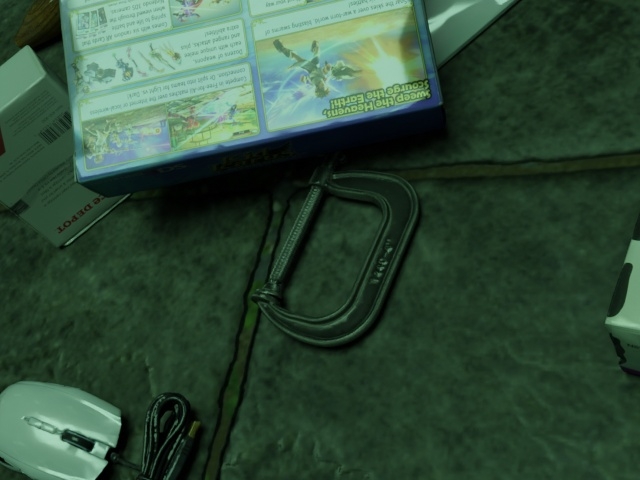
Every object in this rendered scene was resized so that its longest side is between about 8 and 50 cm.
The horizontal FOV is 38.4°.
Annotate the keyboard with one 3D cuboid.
[{"bbox_3d":[0.129,-0.210,0.712,0.256,0.014,0.072,-41,81,-1],"label":"keyboard"}]

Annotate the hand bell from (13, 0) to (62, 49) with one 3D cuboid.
[{"bbox_3d":[-0.218,-0.274,0.907,0.242,0.126,0.126,-38,49,15],"label":"hand bell"}]

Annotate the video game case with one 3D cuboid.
[{"bbox_3d":[-0.060,-0.177,0.690,0.270,0.061,0.244,-11,77,9],"label":"video game case"}]

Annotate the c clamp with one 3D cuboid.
[{"bbox_3d":[0.000,0.000,0.657,0.137,0.022,0.160,7,62,25],"label":"c clamp"}]

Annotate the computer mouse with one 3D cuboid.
[{"bbox_3d":[-0.177,0.140,0.642,0.193,0.042,0.106,8,65,31],"label":"computer mouse"}]

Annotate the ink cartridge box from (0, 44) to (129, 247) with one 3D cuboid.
[{"bbox_3d":[-0.223,-0.072,0.743,0.099,0.135,0.056,-39,47,0],"label":"ink cartridge box"}]

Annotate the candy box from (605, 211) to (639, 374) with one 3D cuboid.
[{"bbox_3d":[0.268,-0.026,0.497,0.159,0.071,0.233,12,66,32],"label":"candy box"}]
